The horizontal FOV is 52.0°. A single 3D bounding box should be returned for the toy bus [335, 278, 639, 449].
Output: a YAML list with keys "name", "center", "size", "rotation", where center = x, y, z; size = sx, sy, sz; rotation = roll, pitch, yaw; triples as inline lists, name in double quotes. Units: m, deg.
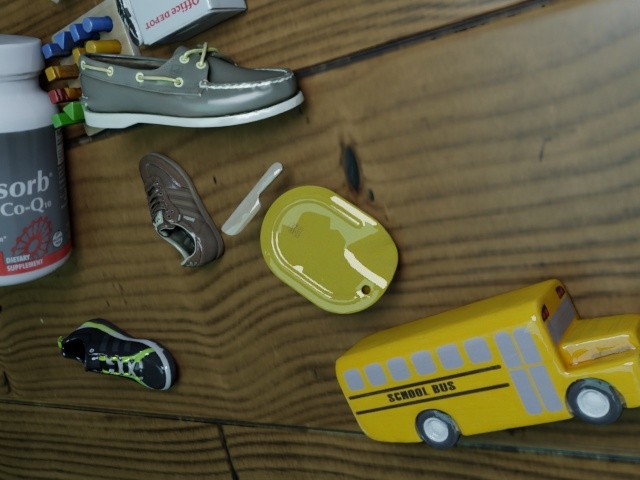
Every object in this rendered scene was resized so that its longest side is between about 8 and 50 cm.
- name: "toy bus"
  center: [0.185, 0.137, 0.721]
  size: [0.333, 0.108, 0.130]
  rotation: [-24, 91, 38]

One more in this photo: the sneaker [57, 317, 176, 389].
- name: "sneaker"
  center: [-0.350, 0.208, 1.110]
  size: [0.235, 0.097, 0.084]
  rotation: [15, 115, 29]

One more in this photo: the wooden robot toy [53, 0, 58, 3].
- name: "wooden robot toy"
  center: [-0.339, -0.419, 0.911]
  size: [0.173, 0.076, 0.079]
  rotation: [-54, 40, 35]

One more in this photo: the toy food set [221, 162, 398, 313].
- name: "toy food set"
  center: [0.000, 0.000, 0.827]
  size: [0.218, 0.071, 0.128]
  rotation: [36, 99, 16]

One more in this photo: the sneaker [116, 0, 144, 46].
- name: "sneaker"
  center: [-0.248, -0.310, 0.896]
  size: [0.109, 0.044, 0.040]
  rotation: [63, 154, 17]

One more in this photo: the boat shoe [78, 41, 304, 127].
- name: "boat shoe"
  center: [-0.169, -0.194, 0.812]
  size: [0.305, 0.109, 0.091]
  rotation: [2, 115, 20]

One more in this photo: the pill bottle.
- name: "pill bottle"
  center: [-0.513, -0.129, 1.027]
  size: [0.210, 0.210, 0.362]
  rotation: [17, 116, 28]

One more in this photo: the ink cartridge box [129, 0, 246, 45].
- name: "ink cartridge box"
  center: [-0.183, -0.347, 0.811]
  size: [0.128, 0.072, 0.175]
  rotation: [-11, 100, 36]

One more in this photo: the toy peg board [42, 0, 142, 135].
- name: "toy peg board"
  center: [-0.340, -0.245, 0.951]
  size: [0.161, 0.079, 0.160]
  rotation: [-13, 99, 36]

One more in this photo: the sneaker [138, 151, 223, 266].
- name: "sneaker"
  center: [-0.213, -0.046, 0.943]
  size: [0.188, 0.071, 0.066]
  rotation: [53, 127, 6]
